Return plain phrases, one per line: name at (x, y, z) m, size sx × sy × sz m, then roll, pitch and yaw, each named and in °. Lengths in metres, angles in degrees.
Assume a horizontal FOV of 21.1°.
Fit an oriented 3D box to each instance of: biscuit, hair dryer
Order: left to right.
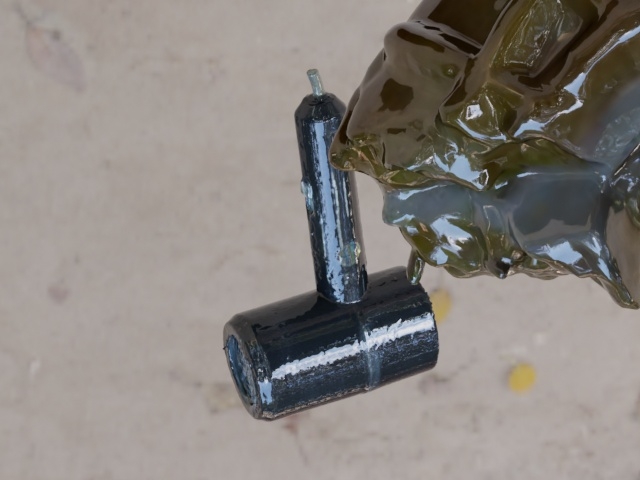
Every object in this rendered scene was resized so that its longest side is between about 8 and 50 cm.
hair dryer at (0.000, 0.000, 1.039) m, size 0.124 × 0.071 × 0.219 m, roll -15°, pitch 119°, yaw -19°
biscuit at (0.173, -0.036, 0.604) m, size 0.115 × 0.366 × 0.268 m, roll 33°, pitch 96°, yaw -43°
